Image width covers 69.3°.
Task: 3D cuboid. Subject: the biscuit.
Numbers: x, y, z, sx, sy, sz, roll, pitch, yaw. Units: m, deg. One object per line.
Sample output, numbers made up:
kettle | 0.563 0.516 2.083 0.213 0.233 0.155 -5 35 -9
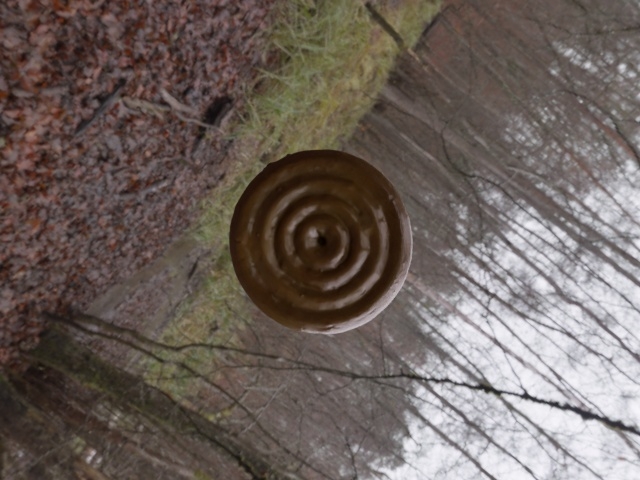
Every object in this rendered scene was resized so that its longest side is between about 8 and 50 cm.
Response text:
biscuit | 0.000 0.000 0.639 0.262 0.262 0.037 -51 178 0
